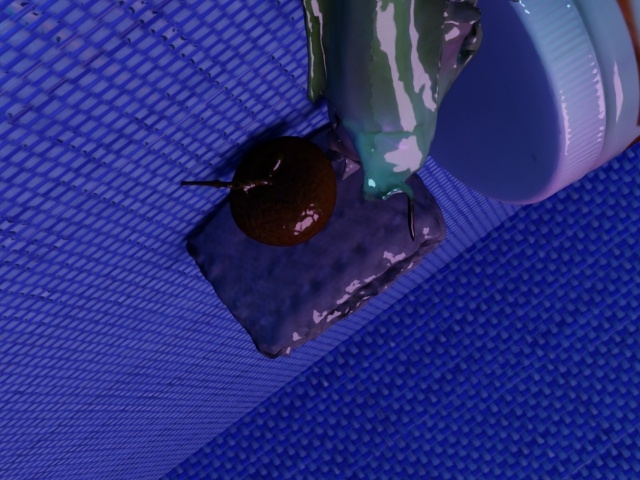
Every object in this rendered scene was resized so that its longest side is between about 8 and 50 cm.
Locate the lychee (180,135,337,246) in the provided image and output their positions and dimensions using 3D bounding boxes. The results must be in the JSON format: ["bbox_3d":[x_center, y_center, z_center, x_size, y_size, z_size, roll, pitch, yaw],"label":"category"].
[{"bbox_3d":[-0.041,-0.042,1.825,0.114,0.101,0.140,-29,179,14],"label":"lychee"}]

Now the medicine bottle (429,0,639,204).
[{"bbox_3d":[0.182,-0.189,1.450,0.241,0.252,0.252,-33,170,-21],"label":"medicine bottle"}]

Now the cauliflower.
[{"bbox_3d":[0.047,-0.159,1.104,0.256,0.239,0.315,-4,114,-21],"label":"cauliflower"}]

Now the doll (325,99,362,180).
[{"bbox_3d":[0.079,-0.136,1.835,0.192,0.095,0.149,-30,163,-23],"label":"doll"}]

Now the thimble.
[{"bbox_3d":[0.000,0.000,2.019,0.245,0.157,0.217,-35,170,-8],"label":"thimble"}]
